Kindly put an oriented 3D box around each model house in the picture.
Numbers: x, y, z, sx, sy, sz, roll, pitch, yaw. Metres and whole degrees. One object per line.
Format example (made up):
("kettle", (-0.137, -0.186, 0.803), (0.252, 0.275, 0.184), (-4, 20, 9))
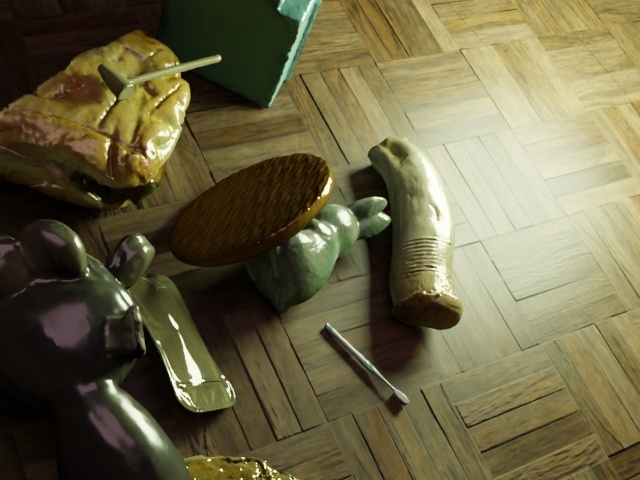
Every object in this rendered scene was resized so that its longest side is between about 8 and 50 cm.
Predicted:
("model house", (-0.106, -0.415, 1.485), (0.230, 0.280, 0.248), (25, 59, -5))

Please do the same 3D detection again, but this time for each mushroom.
("mushroom", (0.153, -0.020, 1.446), (0.123, 0.095, 0.351), (-5, 57, -4))

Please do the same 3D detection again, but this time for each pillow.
("pillow", (-0.191, 0.134, 1.219), (0.217, 0.033, 0.130), (59, 21, 17))

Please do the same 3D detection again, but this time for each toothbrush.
("toothbrush", (0.066, 0.182, 1.331), (0.167, 0.014, 0.011), (43, 56, 12))

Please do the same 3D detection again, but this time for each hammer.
("hammer", (-0.226, -0.248, 1.305), (0.195, 0.028, 0.060), (-25, 65, -40))

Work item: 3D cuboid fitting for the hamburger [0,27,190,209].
("hamburger", (-0.307, -0.145, 1.310), (0.209, 0.162, 0.330), (41, 49, 4))

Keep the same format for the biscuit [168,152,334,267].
("biscuit", (-0.098, -0.043, 1.305), (0.262, 0.262, 0.037), (-49, 125, -36))

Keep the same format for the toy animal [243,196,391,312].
("toy animal", (-0.001, 0.002, 1.371), (0.125, 0.127, 0.251), (31, 40, 33))

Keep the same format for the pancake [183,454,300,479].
("pancake", (-0.113, 0.416, 1.082), (0.356, 0.065, 0.356), (8, 59, -14))

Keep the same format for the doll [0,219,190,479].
("doll", (-0.300, 0.170, 1.021), (0.253, 0.382, 0.378), (-6, 79, -16))
